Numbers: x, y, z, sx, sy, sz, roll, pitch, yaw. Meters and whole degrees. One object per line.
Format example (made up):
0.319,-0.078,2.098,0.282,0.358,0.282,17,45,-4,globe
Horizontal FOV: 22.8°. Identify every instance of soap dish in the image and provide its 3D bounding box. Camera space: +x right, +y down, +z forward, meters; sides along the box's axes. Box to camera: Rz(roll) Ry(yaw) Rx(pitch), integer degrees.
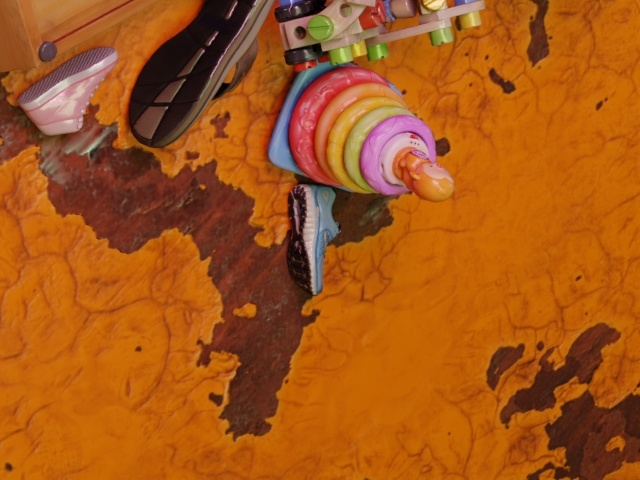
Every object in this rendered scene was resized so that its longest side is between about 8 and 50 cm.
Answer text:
-0.274,-0.340,1.782,0.291,0.118,0.229,-35,134,-28,soap dish

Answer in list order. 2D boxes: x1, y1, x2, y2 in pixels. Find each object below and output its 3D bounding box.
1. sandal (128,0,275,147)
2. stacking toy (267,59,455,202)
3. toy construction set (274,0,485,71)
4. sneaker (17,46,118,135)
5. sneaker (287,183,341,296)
-0.121,-0.233,1.965,0.303,0.120,0.086,-52,139,-2,sandal
0.080,-0.114,2.007,0.175,0.302,0.166,18,101,-33,stacking toy
0.065,-0.290,1.954,0.327,0.215,0.151,8,72,-71,toy construction set
-0.295,-0.178,1.925,0.134,0.051,0.070,-34,124,-9,sneaker
0.000,0.000,2.156,0.073,0.063,0.162,-11,115,-29,sneaker
